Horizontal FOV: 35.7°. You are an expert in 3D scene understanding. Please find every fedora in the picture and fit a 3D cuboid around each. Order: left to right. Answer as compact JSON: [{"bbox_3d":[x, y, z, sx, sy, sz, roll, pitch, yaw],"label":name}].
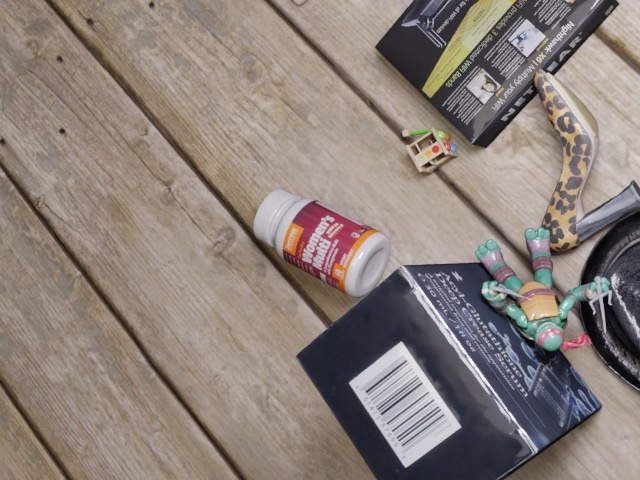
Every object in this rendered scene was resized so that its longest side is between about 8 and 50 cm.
[{"bbox_3d":[0.519,0.098,1.415,0.334,0.152,0.334,0,89,27],"label":"fedora"}]

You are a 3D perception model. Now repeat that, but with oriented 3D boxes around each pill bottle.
[{"bbox_3d":[0.000,0.000,1.707,0.221,0.121,0.121,28,102,25],"label":"pill bottle"}]

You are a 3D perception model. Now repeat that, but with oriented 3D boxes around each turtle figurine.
[{"bbox_3d":[0.311,0.081,1.435,0.175,0.234,0.118,-3,127,-9],"label":"turtle figurine"}]

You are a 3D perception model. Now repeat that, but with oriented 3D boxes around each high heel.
[{"bbox_3d":[0.349,-0.115,1.525,0.186,0.093,0.261,-35,85,29],"label":"high heel"}]

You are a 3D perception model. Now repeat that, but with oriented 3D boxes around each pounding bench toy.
[{"bbox_3d":[0.181,-0.163,1.651,0.065,0.052,0.083,-34,74,23],"label":"pounding bench toy"}]

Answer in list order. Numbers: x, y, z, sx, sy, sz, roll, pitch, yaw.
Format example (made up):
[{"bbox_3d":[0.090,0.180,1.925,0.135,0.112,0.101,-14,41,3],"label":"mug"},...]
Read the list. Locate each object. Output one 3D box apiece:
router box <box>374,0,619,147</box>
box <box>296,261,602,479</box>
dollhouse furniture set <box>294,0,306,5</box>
[{"bbox_3d":[0.275,-0.342,1.586,0.309,0.081,0.243,-48,69,19],"label":"router box"},{"bbox_3d":[0.202,0.208,1.445,0.212,0.395,0.293,-42,72,20],"label":"box"},{"bbox_3d":[-0.040,-0.532,1.629,0.198,0.303,0.286,47,110,21],"label":"dollhouse furniture set"}]
